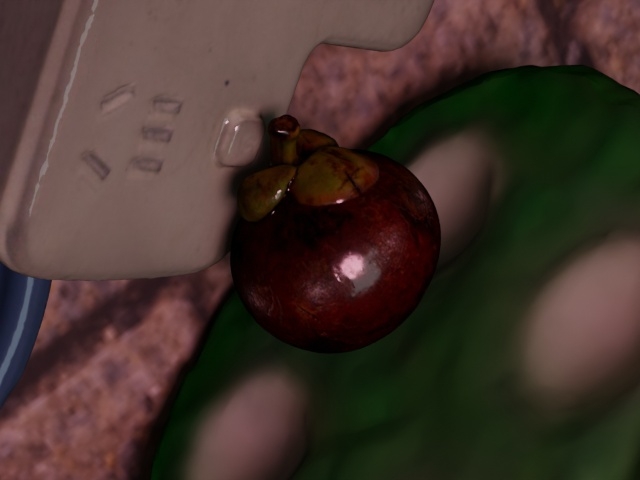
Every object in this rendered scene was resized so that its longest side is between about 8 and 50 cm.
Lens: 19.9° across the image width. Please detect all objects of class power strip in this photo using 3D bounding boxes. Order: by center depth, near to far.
[{"bbox_3d":[-0.023,-0.113,0.656,0.194,0.059,0.265,-1,116,-53],"label":"power strip"}]

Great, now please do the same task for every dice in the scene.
[{"bbox_3d":[0.125,0.121,0.739,0.287,0.300,0.297,39,90,-34],"label":"dice"}]

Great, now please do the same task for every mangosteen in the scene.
[{"bbox_3d":[0.002,0.002,0.666,0.081,0.081,0.081,-12,118,-25],"label":"mangosteen"}]

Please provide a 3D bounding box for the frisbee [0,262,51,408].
[{"bbox_3d":[-0.230,0.005,0.634,0.289,0.049,0.289,-12,114,-30],"label":"frisbee"}]
